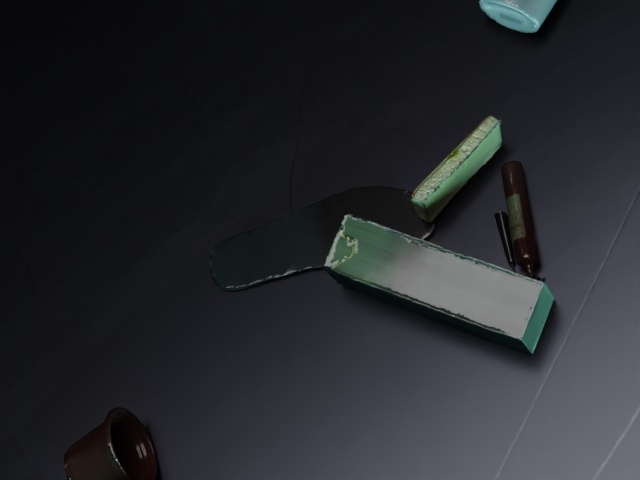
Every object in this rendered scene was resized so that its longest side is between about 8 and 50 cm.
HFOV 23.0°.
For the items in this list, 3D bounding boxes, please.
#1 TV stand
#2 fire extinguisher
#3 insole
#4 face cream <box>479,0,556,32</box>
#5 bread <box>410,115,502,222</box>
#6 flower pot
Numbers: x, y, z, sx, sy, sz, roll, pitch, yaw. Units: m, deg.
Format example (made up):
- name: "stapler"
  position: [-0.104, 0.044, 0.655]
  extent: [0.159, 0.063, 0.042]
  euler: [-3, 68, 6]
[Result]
- name: "TV stand"
  position: [0.144, 0.053, 1.934]
  extent: [0.270, 0.088, 0.082]
  euler: [21, 83, 22]
- name: "fire extinguisher"
  position: [0.245, -0.016, 1.966]
  extent: [0.049, 0.035, 0.173]
  euler: [-11, 64, 9]
- name: "insole"
  position: [0.000, 0.000, 2.045]
  extent: [0.309, 0.012, 0.110]
  euler: [-18, 69, 10]
- name: "face cream"
  position: [0.310, -0.406, 2.073]
  extent: [0.107, 0.073, 0.269]
  euler: [25, 79, 19]
- name: "bread"
  position: [0.174, -0.091, 1.989]
  extent: [0.028, 0.068, 0.153]
  euler: [40, 80, 23]
- name: "flower pot"
  position: [-0.271, 0.277, 1.977]
  extent: [0.089, 0.111, 0.111]
  euler: [-26, 64, 18]
